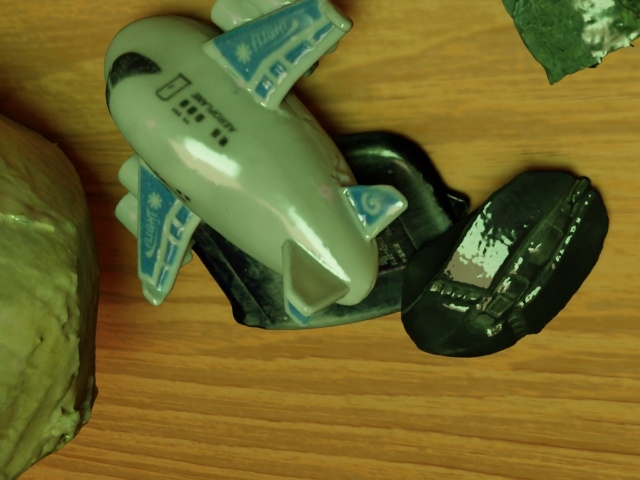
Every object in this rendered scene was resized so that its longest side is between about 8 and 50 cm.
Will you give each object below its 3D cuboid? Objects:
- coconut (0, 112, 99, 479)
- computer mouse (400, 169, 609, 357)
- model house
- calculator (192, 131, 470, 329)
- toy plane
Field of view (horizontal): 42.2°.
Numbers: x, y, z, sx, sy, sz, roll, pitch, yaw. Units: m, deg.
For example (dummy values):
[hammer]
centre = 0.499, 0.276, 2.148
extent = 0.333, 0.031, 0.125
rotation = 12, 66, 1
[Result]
[coconut]
centre = -0.345, 0.061, 0.669
extent = 0.405, 0.404, 0.404
rotation = 13, 132, 15
[computer mouse]
centre = 0.130, 0.030, 0.615
extent = 0.106, 0.062, 0.192
rotation = 29, 124, -16
[model house]
centre = 0.154, -0.146, 0.487
extent = 0.079, 0.066, 0.083
rotation = -27, 95, 50
[calculator]
centre = 0.000, 0.000, 0.692
extent = 0.268, 0.040, 0.177
rotation = -17, 121, 30
[toy plane]
centre = -0.058, -0.057, 0.579
extent = 0.267, 0.123, 0.266
rotation = 7, 104, 31
